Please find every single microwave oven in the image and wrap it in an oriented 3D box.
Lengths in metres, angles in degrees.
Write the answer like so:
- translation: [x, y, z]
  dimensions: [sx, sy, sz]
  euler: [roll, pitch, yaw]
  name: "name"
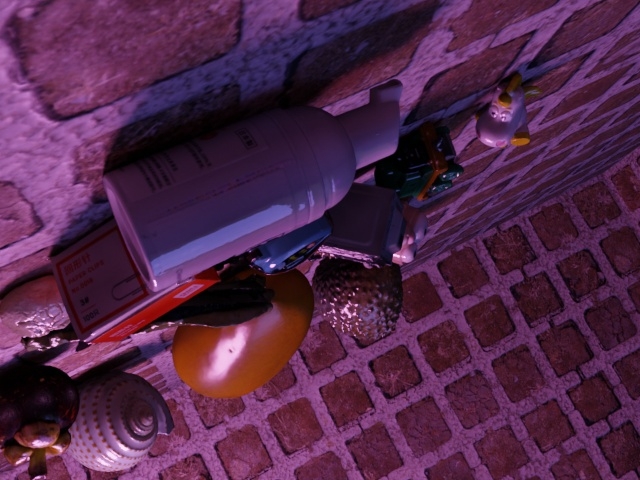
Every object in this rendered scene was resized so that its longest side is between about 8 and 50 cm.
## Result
- translation: [0.060, -0.027, 1.388]
  dimensions: [0.162, 0.123, 0.208]
  euler: [12, 177, 12]
  name: "microwave oven"

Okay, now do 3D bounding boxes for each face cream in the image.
- translation: [-0.052, -0.078, 0.938]
  dimensions: [0.369, 0.145, 0.145]
  euler: [-24, 169, -17]
  name: "face cream"

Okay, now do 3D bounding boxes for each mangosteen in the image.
- translation: [-0.555, 0.352, 1.560]
  dimensions: [0.192, 0.217, 0.192]
  euler: [-20, 168, -5]
  name: "mangosteen"

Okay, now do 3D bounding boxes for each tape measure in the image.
- translation: [-0.047, -0.001, 1.216]
  dimensions: [0.146, 0.081, 0.125]
  euler: [-34, 173, 5]
  name: "tape measure"

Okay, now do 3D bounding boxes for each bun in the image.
- translation: [-0.391, 0.096, 1.134]
  dimensions: [0.115, 0.069, 0.115]
  euler: [-27, 168, -6]
  name: "bun"

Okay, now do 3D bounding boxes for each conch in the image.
- translation: [-0.539, 0.440, 2.049]
  dimensions: [0.319, 0.215, 0.303]
  euler: [6, -161, 24]
  name: "conch"

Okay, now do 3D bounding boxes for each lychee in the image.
- translation: [0.102, 0.121, 2.045]
  dimensions: [0.255, 0.274, 0.255]
  euler: [-35, -169, 8]
  name: "lychee"

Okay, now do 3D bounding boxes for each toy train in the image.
- translation: [0.170, -0.131, 1.435]
  dimensions: [0.136, 0.091, 0.228]
  euler: [-16, 169, -6]
  name: "toy train"

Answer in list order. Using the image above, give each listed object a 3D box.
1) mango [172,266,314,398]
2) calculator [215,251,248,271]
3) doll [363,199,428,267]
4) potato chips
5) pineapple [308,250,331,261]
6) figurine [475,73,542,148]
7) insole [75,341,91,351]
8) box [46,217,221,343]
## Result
- translation: [-0.168, 0.194, 1.788]
  dimensions: [0.300, 0.232, 0.446]
  euler: [-16, 156, -33]
  name: "mango"
- translation: [-0.154, -0.005, 1.294]
  dimensions: [0.274, 0.058, 0.248]
  euler: [-26, 169, -5]
  name: "calculator"
- translation: [0.159, -0.017, 1.850]
  dimensions: [0.278, 0.119, 0.154]
  euler: [-5, 111, -65]
  name: "doll"
- translation: [-0.285, 0.125, 1.369]
  dimensions: [0.429, 0.070, 0.358]
  euler: [-13, -178, -25]
  name: "potato chips"
- translation: [0.000, 0.000, 1.624]
  dimensions: [0.197, 0.108, 0.108]
  euler: [-24, 174, 33]
  name: "pineapple"
- translation: [0.322, -0.227, 1.405]
  dimensions: [0.130, 0.109, 0.178]
  euler: [-59, 160, 15]
  name: "figurine"
- translation: [-0.469, 0.200, 1.635]
  dimensions: [0.053, 0.002, 0.152]
  euler: [-22, 168, -33]
  name: "insole"
- translation: [-0.246, 0.039, 1.048]
  dimensions: [0.182, 0.133, 0.099]
  euler: [-29, 167, 13]
  name: "box"
